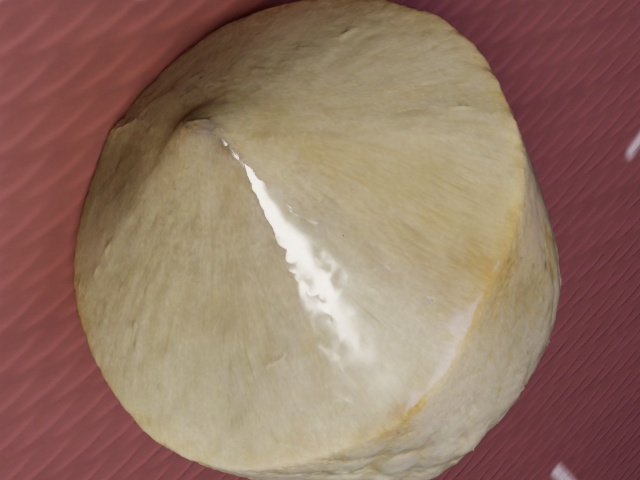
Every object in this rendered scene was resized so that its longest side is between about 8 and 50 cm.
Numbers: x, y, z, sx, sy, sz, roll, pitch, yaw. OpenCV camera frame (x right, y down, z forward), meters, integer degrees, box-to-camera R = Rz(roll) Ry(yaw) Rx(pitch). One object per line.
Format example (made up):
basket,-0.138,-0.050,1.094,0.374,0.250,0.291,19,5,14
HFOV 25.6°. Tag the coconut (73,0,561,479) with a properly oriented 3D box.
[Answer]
coconut,0.000,0.000,0.852,0.328,0.328,0.329,-29,133,-35
